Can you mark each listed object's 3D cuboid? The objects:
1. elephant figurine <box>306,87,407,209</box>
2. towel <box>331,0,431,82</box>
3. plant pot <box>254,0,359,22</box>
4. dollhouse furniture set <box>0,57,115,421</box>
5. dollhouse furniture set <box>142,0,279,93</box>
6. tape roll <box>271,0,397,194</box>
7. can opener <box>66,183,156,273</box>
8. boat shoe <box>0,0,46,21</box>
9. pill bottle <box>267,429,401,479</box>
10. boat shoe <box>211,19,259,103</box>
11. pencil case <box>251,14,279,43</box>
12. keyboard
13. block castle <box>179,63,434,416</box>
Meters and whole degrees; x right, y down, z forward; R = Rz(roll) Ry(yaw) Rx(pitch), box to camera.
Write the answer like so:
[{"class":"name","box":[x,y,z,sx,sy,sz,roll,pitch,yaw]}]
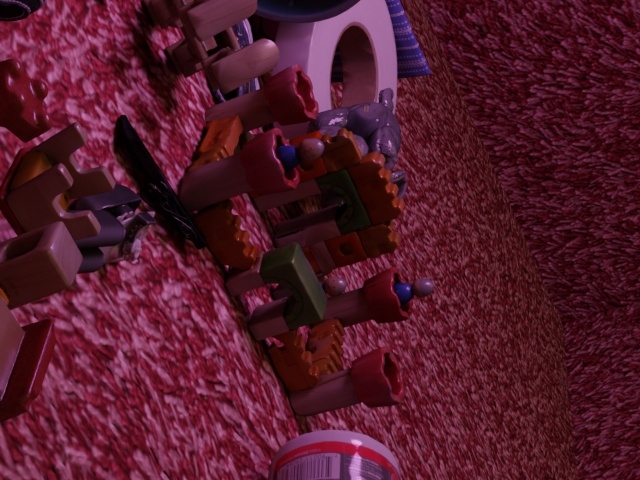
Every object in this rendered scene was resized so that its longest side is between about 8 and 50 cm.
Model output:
[{"class":"elephant figurine","box":[0.053,-0.091,2.192,0.169,0.186,0.239,-116,-161,-49]},{"class":"towel","box":[0.044,-0.434,2.493,0.040,0.243,0.336,-57,133,-36]},{"class":"plant pot","box":[-0.011,-0.574,2.163,0.341,0.341,0.334,63,33,-28]},{"class":"dollhouse furniture set","box":[-0.314,-0.015,1.141,0.374,0.152,0.201,-86,153,-59]},{"class":"dollhouse furniture set","box":[-0.136,-0.341,1.814,0.212,0.161,0.242,30,-33,64]},{"class":"tape roll","box":[0.031,-0.269,2.335,0.392,0.072,0.392,4,90,-66]},{"class":"can opener","box":[-0.258,-0.007,1.458,0.093,0.074,0.280,39,13,9]},{"class":"boat shoe","box":[-0.359,-0.226,1.264,0.306,0.113,0.105,5,75,-68]},{"class":"pill bottle","box":[0.014,0.405,1.676,0.318,0.176,0.176,-87,153,-48]},{"class":"boat shoe","box":[-0.139,-0.285,2.063,0.083,0.065,0.183,-4,78,-74]},{"class":"pencil case","box":[-0.080,-0.421,2.322,0.095,0.098,0.209,-2,76,-72]},{"class":"keyboard","box":[-0.207,-0.063,1.719,0.192,0.038,0.100,59,-1,-34]},{"class":"block castle","box":[0.000,0.000,1.966,0.303,0.213,0.453,-77,145,-59]}]
